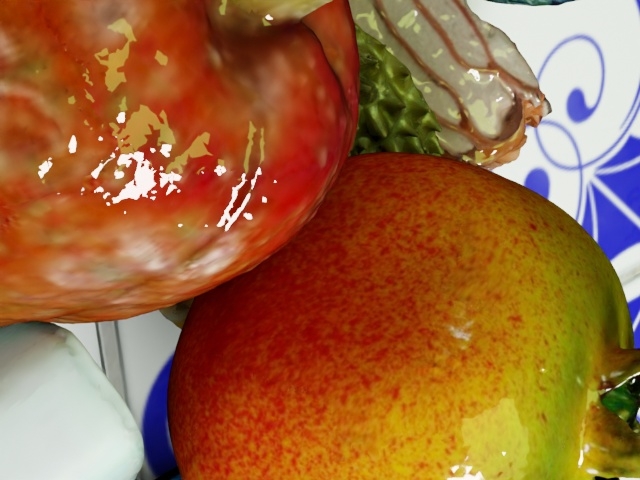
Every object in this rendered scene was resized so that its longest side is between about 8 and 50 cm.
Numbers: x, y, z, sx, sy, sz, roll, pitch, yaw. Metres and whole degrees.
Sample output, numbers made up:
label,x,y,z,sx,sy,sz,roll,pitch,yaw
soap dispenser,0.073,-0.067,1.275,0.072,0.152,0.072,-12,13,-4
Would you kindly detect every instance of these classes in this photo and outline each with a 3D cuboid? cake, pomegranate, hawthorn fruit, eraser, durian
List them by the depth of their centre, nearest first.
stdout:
label,x,y,z,sx,sy,sz,roll,pitch,yaw
hawthorn fruit,-0.112,-0.079,0.667,0.258,0.262,0.258,-4,100,-24
eraser,-0.222,0.154,0.704,0.290,0.189,0.104,-36,97,-29
pomegranate,0.057,0.075,0.752,0.221,0.256,0.221,-28,123,-54
durian,-0.016,-0.046,0.829,0.186,0.119,0.108,36,65,-29
cake,0.030,-0.135,0.897,0.098,0.135,0.287,-44,122,-3

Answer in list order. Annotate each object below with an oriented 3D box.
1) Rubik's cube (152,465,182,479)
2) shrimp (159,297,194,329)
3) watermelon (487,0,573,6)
label,x,y,z,sx,sy,sz,roll,pitch,yaw
Rubik's cube,-0.054,0.322,0.853,0.283,0.288,0.294,-27,120,-36
shrimp,0.000,0.000,0.946,0.248,0.068,0.150,19,86,-41
watermelon,0.165,-0.267,0.897,0.148,0.318,0.226,50,28,-37
